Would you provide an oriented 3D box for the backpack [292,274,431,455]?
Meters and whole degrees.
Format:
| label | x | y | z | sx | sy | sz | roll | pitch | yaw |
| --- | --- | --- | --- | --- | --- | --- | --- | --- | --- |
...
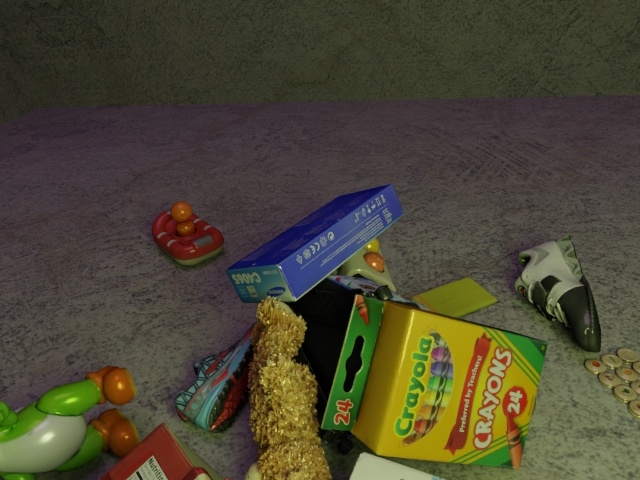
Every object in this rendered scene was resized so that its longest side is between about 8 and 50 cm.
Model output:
| label | x | y | z | sx | sy | sz | roll | pitch | yaw |
| --- | --- | --- | --- | --- | --- | --- | --- | --- | --- |
| backpack | 0.061 | 0.179 | 0.910 | 0.213 | 0.277 | 0.263 | 11 | 10 | -37 |

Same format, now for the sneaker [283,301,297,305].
| label | x | y | z | sx | sy | sz | roll | pitch | yaw |
| --- | --- | --- | --- | --- | --- | --- | --- | --- | --- |
| sneaker | -0.048 | 0.118 | 1.199 | 0.234 | 0.106 | 0.078 | 32 | 18 | 11 |

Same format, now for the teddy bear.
| label | x | y | z | sx | sy | sz | roll | pitch | yaw |
| --- | --- | --- | --- | --- | --- | --- | --- | --- | --- |
| teddy bear | -0.071 | 0.253 | 0.786 | 0.113 | 0.245 | 0.338 | 2 | 71 | -21 |

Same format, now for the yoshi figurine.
| label | x | y | z | sx | sy | sz | roll | pitch | yaw |
| --- | --- | --- | --- | --- | --- | --- | --- | --- | --- |
| yoshi figurine | -0.446 | 0.316 | 0.747 | 0.362 | 0.203 | 0.204 | -12 | 60 | -40 |

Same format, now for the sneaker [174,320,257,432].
| label | x | y | z | sx | sy | sz | roll | pitch | yaw |
| --- | --- | --- | --- | --- | --- | --- | --- | --- | --- |
| sneaker | -0.183 | 0.237 | 0.984 | 0.125 | 0.104 | 0.262 | 7 | 32 | 22 |

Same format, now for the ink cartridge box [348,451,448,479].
| label | x | y | z | sx | sy | sz | roll | pitch | yaw |
| --- | --- | --- | --- | --- | --- | --- | --- | --- | --- |
| ink cartridge box | 0.135 | 0.379 | 0.648 | 0.212 | 0.154 | 0.093 | 12 | 36 | 23 |

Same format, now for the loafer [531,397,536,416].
| label | x | y | z | sx | sy | sz | roll | pitch | yaw |
| --- | --- | --- | --- | --- | --- | --- | --- | --- | --- |
| loafer | 0.302 | 0.279 | 0.894 | 0.148 | 0.056 | 0.050 | 1 | 25 | 10 |

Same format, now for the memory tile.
| label | x | y | z | sx | sy | sz | roll | pitch | yaw |
| --- | --- | --- | --- | --- | --- | --- | --- | --- | --- |
| memory tile | 0.574 | 0.257 | 0.938 | 0.113 | 0.012 | 0.148 | -11 | 31 | -11 |

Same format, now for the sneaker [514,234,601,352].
| label | x | y | z | sx | sy | sz | roll | pitch | yaw |
| --- | --- | --- | --- | --- | --- | --- | --- | --- | --- |
| sneaker | 0.502 | 0.121 | 1.102 | 0.146 | 0.122 | 0.331 | -14 | 28 | 19 |

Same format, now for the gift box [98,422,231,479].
| label | x | y | z | sx | sy | sz | roll | pitch | yaw |
| --- | --- | --- | --- | --- | --- | --- | --- | --- | --- |
| gift box | -0.169 | 0.405 | 0.559 | 0.276 | 0.258 | 0.255 | -39 | 43 | -15 |

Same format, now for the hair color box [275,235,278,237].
| label | x | y | z | sx | sy | sz | roll | pitch | yaw |
| --- | --- | --- | --- | --- | --- | --- | --- | --- | --- |
| hair color box | -0.048 | 0.010 | 1.409 | 0.141 | 0.043 | 0.072 | -10 | 30 | -10 |

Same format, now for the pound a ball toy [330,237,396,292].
| label | x | y | z | sx | sy | sz | roll | pitch | yaw |
| --- | --- | --- | --- | --- | --- | --- | --- | --- | --- |
| pound a ball toy | 0.056 | 0.036 | 1.168 | 0.208 | 0.136 | 0.319 | 30 | 23 | -20 |

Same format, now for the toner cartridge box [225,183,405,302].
| label | x | y | z | sx | sy | sz | roll | pitch | yaw |
| --- | --- | --- | --- | --- | --- | --- | --- | --- | --- |
| toner cartridge box | 0.000 | 0.000 | 1.001 | 0.165 | 0.075 | 0.348 | -10 | 20 | 48 |

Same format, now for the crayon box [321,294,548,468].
| label | x | y | z | sx | sy | sz | roll | pitch | yaw |
| --- | --- | --- | --- | --- | --- | --- | --- | --- | --- |
| crayon box | 0.176 | 0.212 | 0.752 | 0.318 | 0.202 | 0.081 | 15 | -3 | -24 |

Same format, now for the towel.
| label | x | y | z | sx | sy | sz | roll | pitch | yaw |
| --- | --- | --- | --- | --- | --- | --- | --- | --- | --- |
| towel | 0.275 | 0.148 | 1.160 | 0.237 | 0.021 | 0.102 | -17 | 38 | -22 |

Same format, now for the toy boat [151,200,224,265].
| label | x | y | z | sx | sy | sz | roll | pitch | yaw |
| --- | --- | --- | --- | --- | --- | --- | --- | --- | --- |
| toy boat | -0.379 | -0.040 | 1.431 | 0.151 | 0.151 | 0.231 | -27 | 37 | -33 |
